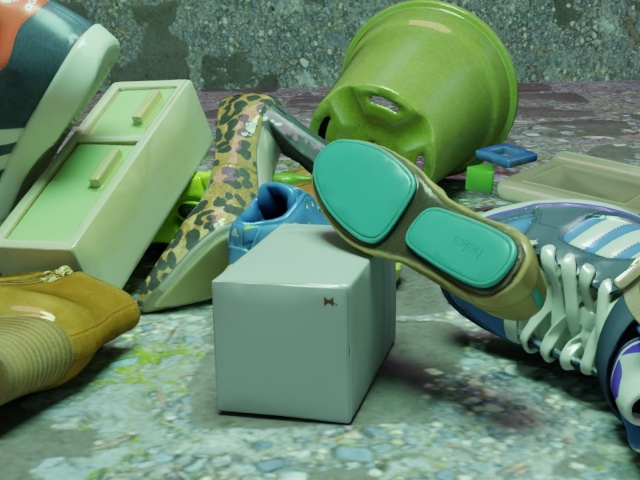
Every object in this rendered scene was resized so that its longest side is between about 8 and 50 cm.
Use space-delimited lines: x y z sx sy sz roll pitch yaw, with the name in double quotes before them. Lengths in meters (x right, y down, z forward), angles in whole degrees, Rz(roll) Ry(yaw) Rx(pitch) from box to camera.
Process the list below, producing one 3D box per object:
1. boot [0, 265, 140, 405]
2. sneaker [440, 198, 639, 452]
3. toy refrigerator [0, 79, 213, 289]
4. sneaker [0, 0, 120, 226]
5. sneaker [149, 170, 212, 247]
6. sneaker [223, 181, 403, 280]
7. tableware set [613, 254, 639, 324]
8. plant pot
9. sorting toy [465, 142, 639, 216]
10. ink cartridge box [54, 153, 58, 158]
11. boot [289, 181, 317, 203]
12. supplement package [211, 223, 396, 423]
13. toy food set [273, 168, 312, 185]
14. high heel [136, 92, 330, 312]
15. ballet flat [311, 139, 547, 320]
"boot" -0.315 0.069 0.839 0.295 0.104 0.211 7 11 13
"sneaker" 0.206 0.057 0.737 0.323 0.130 0.236 12 16 24
"toy refrigerator" -0.216 -0.056 1.048 0.102 0.094 0.269 2 43 24
"sneaker" -0.345 -0.111 1.044 0.148 0.350 0.131 35 28 -11
"sneaker" -0.161 -0.038 1.181 0.295 0.109 0.123 1 19 11
"sneaker" 0.000 0.000 0.985 0.091 0.126 0.240 11 20 36
"tableware set" 0.269 0.056 0.616 0.141 0.168 0.020 -20 -25 -7
"plant pot" 0.113 -0.170 1.438 0.276 0.276 0.254 5 28 23
"sorting toy" 0.347 -0.057 1.319 0.348 0.047 0.196 16 26 32
"ink cartridge box" -0.468 -0.097 1.475 0.224 0.045 0.223 -6 9 11
"boot" 0.005 -0.038 1.249 0.152 0.073 0.197 -12 6 -39
"supplement package" -0.006 0.057 0.812 0.105 0.105 0.179 3 14 14
"toy food set" -0.055 -0.090 1.509 0.132 0.038 0.192 1 15 8
"high heel" -0.116 -0.045 1.059 0.261 0.093 0.186 -39 52 -16
"ballet flat" 0.076 -0.004 0.776 0.232 0.080 0.073 39 -1 45
